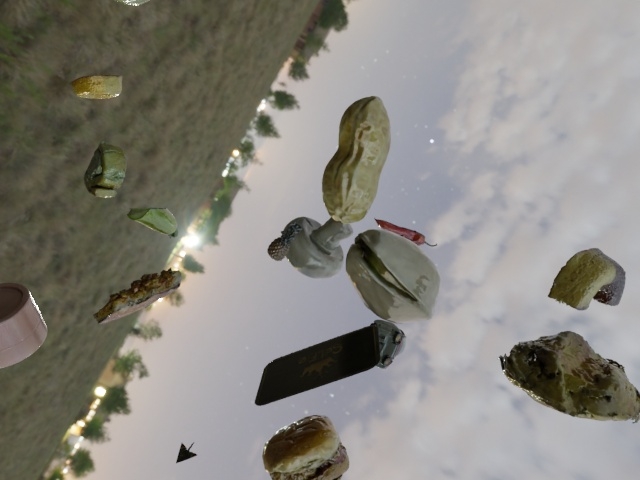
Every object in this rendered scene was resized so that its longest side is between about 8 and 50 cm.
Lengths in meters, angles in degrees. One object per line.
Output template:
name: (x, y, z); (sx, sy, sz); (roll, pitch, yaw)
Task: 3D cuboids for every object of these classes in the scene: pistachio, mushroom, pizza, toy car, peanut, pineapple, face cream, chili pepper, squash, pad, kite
pistachio: (0.180, 0.090, 1.446); (0.207, 0.332, 0.226); (-40, -148, 7)
mushroom: (0.000, 0.000, 1.873); (0.244, 0.243, 0.243); (-56, -168, 19)
pizza: (-0.579, 0.171, 1.803); (0.305, 0.086, 0.161); (-26, 173, -7)
toy car: (0.207, 0.314, 1.726); (0.112, 0.112, 0.139); (17, -88, 42)
peanut: (0.086, -0.186, 1.337); (0.147, 0.146, 0.306); (-100, -152, -72)
pineapple: (-0.088, 0.000, 1.490); (0.124, 0.058, 0.058); (-45, -162, 33)
face cream: (-0.646, 0.170, 1.153); (0.149, 0.149, 0.104); (-77, 164, -55)
chili pepper: (0.317, -0.021, 2.143); (0.059, 0.267, 0.051); (139, -30, -61)
squash: (-0.471, -0.062, 1.674); (0.090, 0.200, 0.075); (-17, -113, 15)
pad: (-0.015, 0.316, 1.643); (0.375, 0.063, 0.315); (-21, -165, 9)
kite: (-0.467, 0.737, 1.978); (0.122, 0.004, 0.090); (2, -139, 47)

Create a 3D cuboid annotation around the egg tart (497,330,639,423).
egg tart: (0.505, 0.261, 1.146); (0.297, 0.296, 0.132); (-111, -150, -75)

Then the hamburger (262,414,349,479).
hamburger: (-0.043, 0.580, 1.546); (0.244, 0.163, 0.244); (-25, -169, 5)

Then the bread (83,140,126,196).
bread: (-0.485, -0.158, 1.286); (0.156, 0.064, 0.118); (30, -79, 57)

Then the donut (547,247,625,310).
donut: (0.653, 0.098, 1.363); (0.085, 0.217, 0.141); (39, -53, 49)

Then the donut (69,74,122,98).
donut: (-0.744, -0.511, 1.908); (0.178, 0.162, 0.066); (11, -70, 57)

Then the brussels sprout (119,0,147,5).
brussels sprout: (-0.524, -0.772, 1.597); (0.244, 0.244, 0.244); (-56, -168, 19)
